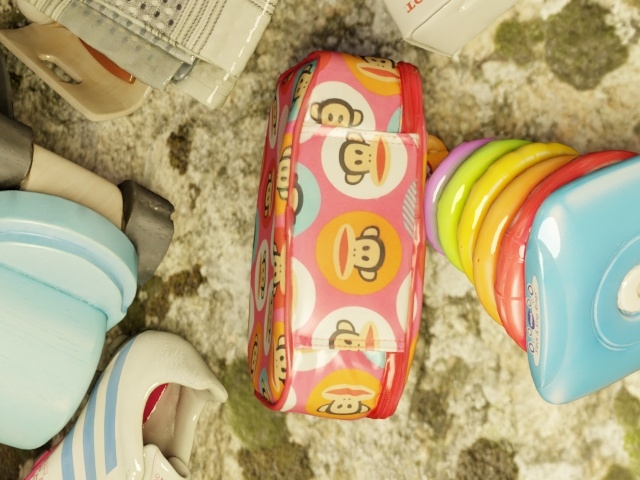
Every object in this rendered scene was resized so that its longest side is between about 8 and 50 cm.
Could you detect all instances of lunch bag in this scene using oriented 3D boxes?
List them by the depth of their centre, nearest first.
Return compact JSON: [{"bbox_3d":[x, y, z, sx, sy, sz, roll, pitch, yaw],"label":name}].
[{"bbox_3d":[0.000,0.000,0.938,0.258,0.120,0.293,171,104,-77],"label":"lunch bag"}]

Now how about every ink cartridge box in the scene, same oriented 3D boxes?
[{"bbox_3d":[0.103,-0.279,0.959,0.139,0.082,0.191,-37,65,28],"label":"ink cartridge box"}]

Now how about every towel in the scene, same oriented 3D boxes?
[{"bbox_3d":[-0.158,-0.331,1.099,0.312,0.056,0.324,31,105,8],"label":"towel"}]

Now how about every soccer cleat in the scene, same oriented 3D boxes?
[{"bbox_3d":[-0.210,0.245,1.079,0.143,0.116,0.331,27,87,39],"label":"soccer cleat"}]

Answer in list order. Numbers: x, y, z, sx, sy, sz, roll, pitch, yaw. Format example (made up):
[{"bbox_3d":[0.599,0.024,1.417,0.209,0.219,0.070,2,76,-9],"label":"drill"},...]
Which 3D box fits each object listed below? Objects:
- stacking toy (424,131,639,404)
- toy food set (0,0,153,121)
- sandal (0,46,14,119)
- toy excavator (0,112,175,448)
[{"bbox_3d":[0.145,-0.024,0.866,0.302,0.166,0.175,38,142,51],"label":"stacking toy"},{"bbox_3d":[-0.233,-0.311,1.209,0.220,0.092,0.306,39,108,34],"label":"toy food set"},{"bbox_3d":[-0.453,-0.219,1.322,0.446,0.107,0.167,62,150,30],"label":"sandal"},{"bbox_3d":[-0.355,0.161,1.064,0.433,0.222,0.445,-36,39,33],"label":"toy excavator"}]
